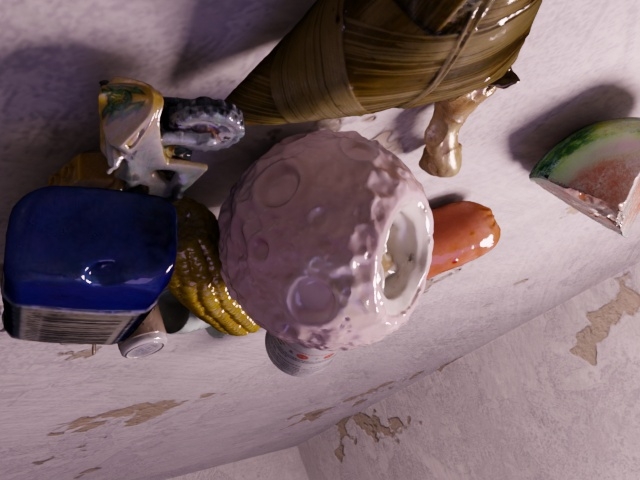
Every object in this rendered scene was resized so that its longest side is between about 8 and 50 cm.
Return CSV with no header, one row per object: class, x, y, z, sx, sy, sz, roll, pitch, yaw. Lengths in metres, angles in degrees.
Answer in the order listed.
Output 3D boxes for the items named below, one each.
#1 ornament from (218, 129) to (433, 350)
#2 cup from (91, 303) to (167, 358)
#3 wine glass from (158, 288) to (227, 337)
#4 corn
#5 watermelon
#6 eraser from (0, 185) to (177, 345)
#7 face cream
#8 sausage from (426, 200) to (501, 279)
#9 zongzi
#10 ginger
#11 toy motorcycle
ornament,0.000,0.000,0.825,0.225,0.259,0.259,11,177,31
cup,-0.277,0.115,1.019,0.102,0.099,0.074,-2,150,-43
wine glass,-0.200,0.120,1.155,0.073,0.073,0.155,-29,161,16
corn,-0.147,0.047,0.970,0.120,0.120,0.363,-23,154,1
watermelon,0.468,-0.095,1.153,0.224,0.180,0.305,-16,165,24
eraser,-0.258,0.041,0.757,0.155,0.101,0.332,5,161,-21
face cream,-0.002,0.119,1.243,0.145,0.145,0.369,-14,157,-21
sausage,0.177,0.009,1.203,0.259,0.113,0.113,-24,159,0
zongzi,0.033,-0.184,0.566,0.288,0.134,0.286,-15,165,1
ginger,0.171,-0.161,0.862,0.089,0.075,0.288,-22,155,-14
toy motorcycle,-0.181,-0.087,0.663,0.229,0.094,0.130,-23,158,38
